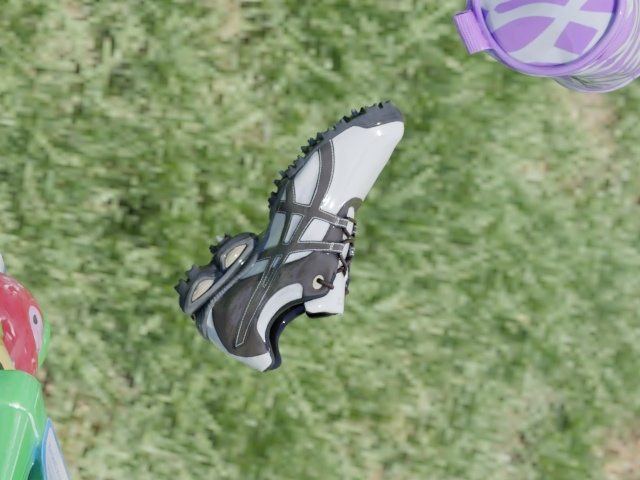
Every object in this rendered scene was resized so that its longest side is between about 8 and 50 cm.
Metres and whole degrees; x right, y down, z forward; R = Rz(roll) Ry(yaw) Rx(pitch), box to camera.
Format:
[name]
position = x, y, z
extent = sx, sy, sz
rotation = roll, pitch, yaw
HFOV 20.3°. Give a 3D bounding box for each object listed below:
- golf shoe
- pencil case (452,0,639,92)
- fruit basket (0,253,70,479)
[golf shoe]
position = 0.000, 0.000, 1.170
extent = 0.198, 0.094, 0.077
rotation = -48, 162, 8
[pencil case]
position = 0.134, -0.121, 0.963
extent = 0.086, 0.088, 0.206
rotation = 60, 16, 9
[fruit basket]
position = -0.238, 0.110, 1.248
extent = 0.327, 0.165, 0.353
rotation = 84, 8, -48
